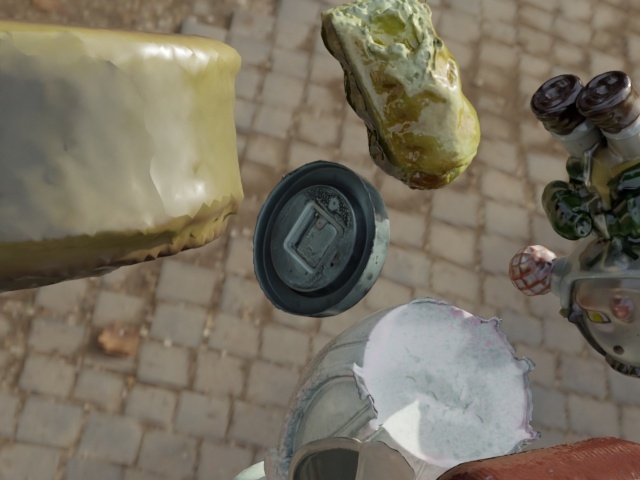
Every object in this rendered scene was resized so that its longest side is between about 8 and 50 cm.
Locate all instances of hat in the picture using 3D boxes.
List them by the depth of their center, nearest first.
[{"bbox_3d":[0.024,0.309,1.439,0.161,0.275,0.232,18,31,-12],"label":"hat"}]

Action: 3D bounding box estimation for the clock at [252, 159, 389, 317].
[{"bbox_3d":[0.000,0.000,0.842,0.017,0.085,0.085,17,33,-49],"label":"clock"}]

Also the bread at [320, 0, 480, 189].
[{"bbox_3d":[0.045,-0.078,0.837,0.060,0.066,0.110,-33,104,-47],"label":"bread"}]

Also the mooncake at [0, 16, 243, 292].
[{"bbox_3d":[-0.265,-0.083,1.429,0.393,0.246,0.394,2,8,34],"label":"mooncake"}]

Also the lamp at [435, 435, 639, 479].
[{"bbox_3d":[0.170,0.232,1.104,0.258,0.180,0.180,-5,49,-22],"label":"lamp"}]

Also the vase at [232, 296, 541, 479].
[{"bbox_3d":[0.039,0.246,1.720,0.250,0.445,0.250,13,55,-19],"label":"vase"}]

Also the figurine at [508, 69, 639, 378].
[{"bbox_3d":[0.319,-0.003,1.620,0.281,0.370,0.167,-3,37,37],"label":"figurine"}]
